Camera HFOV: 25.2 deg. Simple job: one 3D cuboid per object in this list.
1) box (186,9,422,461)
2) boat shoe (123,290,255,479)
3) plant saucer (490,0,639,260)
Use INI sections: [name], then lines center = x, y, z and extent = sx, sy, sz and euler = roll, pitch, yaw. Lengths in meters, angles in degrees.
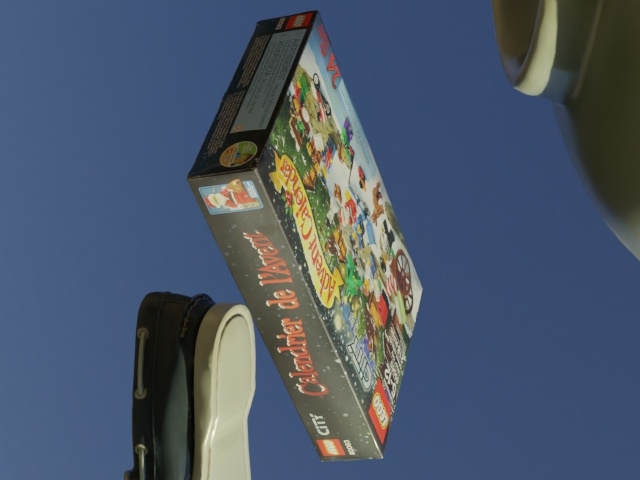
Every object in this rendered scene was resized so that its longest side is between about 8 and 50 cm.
[box]
center = 0.000, 0.000, 0.882
extent = 0.044, 0.159, 0.233
euler = -7, -51, 21
[boat shoe]
center = -0.100, 0.161, 0.981
extent = 0.079, 0.095, 0.254
euler = 9, -75, 23
[plant saucer]
center = 0.120, -0.160, 0.522
extent = 0.400, 0.100, 0.400
euler = 0, 90, -89
